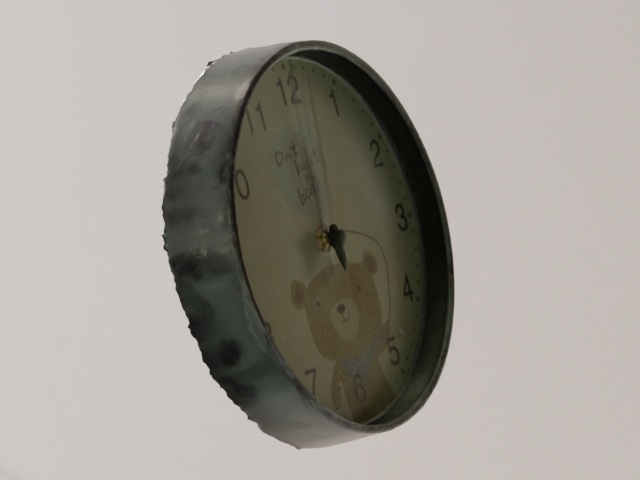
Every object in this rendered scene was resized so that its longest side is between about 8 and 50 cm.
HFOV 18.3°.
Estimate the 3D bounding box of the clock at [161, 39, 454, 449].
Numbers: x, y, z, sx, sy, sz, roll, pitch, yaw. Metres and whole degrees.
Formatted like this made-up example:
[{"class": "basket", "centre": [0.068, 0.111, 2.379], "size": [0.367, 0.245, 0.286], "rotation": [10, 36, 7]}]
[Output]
[{"class": "clock", "centre": [0.000, 0.000, 0.405], "size": [0.017, 0.085, 0.085], "rotation": [-12, -79, 33]}]
